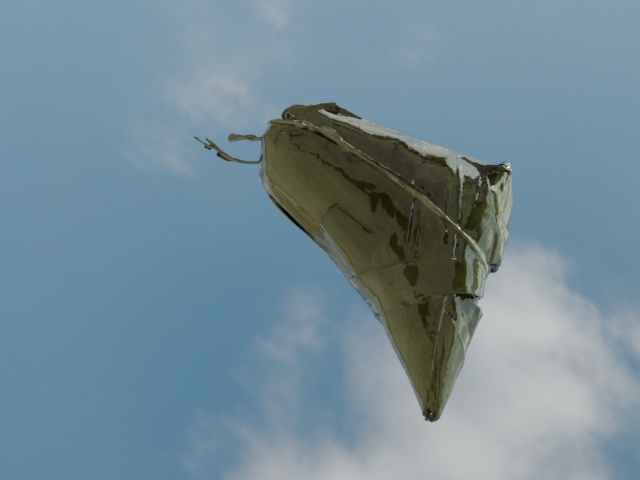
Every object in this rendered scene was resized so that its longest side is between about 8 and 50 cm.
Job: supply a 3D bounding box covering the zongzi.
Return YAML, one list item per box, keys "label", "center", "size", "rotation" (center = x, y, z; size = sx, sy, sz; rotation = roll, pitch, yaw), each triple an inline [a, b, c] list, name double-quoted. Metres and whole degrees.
- label: "zongzi"
  center: [0.000, 0.000, 0.587]
  size: [0.154, 0.062, 0.130]
  rotation: [20, -122, 6]
